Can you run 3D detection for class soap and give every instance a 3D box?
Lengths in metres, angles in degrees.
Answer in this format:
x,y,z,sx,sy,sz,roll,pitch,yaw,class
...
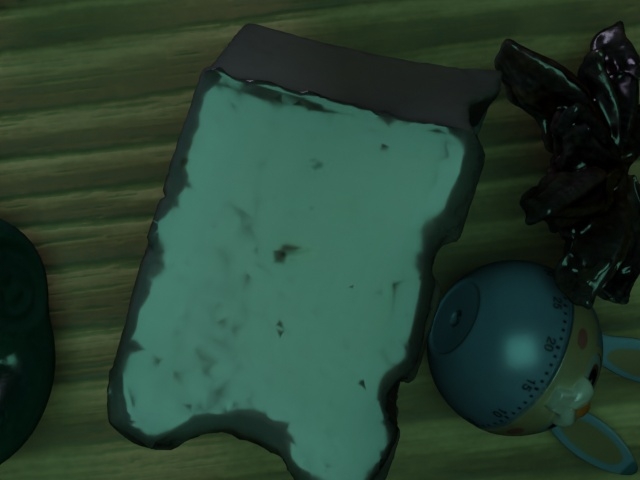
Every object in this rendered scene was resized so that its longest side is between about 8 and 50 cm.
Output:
x,y,z,sx,sy,sz,roll,pitch,yaw,class
0.000,0.000,1.187,0.212,0.435,0.350,19,94,2,soap

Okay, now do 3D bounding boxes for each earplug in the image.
x,y,z,sx,sy,sz,roll,pitch,yaw,class
-0.355,0.052,1.312,0.280,0.164,0.257,25,102,12,earplug

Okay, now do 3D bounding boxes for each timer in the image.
x,y,z,sx,sy,sz,roll,pitch,yaw,class
0.215,0.124,1.333,0.255,0.175,0.175,34,90,-1,timer

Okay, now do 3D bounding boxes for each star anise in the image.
x,y,z,sx,sy,sz,roll,pitch,yaw,class
0.234,-0.065,1.304,0.129,0.212,0.283,-8,64,22,star anise
